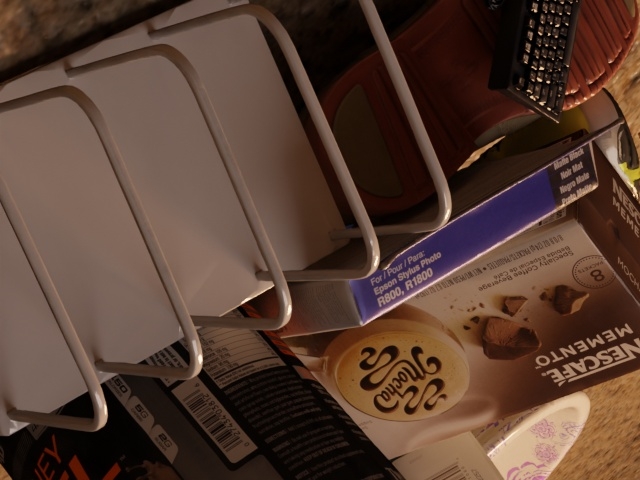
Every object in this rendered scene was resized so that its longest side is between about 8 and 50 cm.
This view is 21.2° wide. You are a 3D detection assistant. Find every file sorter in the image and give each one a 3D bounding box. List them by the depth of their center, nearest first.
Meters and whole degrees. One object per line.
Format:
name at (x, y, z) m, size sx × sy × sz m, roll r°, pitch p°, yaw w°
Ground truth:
file sorter at (-0.087, -0.030, 1.018) m, size 0.277 × 0.193 × 0.173 m, roll -29°, pitch -167°, yaw -29°

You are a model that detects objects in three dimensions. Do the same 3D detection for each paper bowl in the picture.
paper bowl at (0.159, 0.230, 1.944) m, size 0.284 × 0.148 × 0.284 m, roll -34°, pitch 153°, yaw -20°

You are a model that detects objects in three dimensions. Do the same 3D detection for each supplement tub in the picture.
supplement tub at (-0.098, 0.142, 1.175) m, size 0.207 × 0.338 × 0.207 m, roll -34°, pitch 154°, yaw -19°

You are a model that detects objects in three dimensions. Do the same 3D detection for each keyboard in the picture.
keyboard at (0.164, -0.189, 1.288) m, size 0.108 × 0.023 × 0.180 m, roll 24°, pitch 70°, yaw -37°

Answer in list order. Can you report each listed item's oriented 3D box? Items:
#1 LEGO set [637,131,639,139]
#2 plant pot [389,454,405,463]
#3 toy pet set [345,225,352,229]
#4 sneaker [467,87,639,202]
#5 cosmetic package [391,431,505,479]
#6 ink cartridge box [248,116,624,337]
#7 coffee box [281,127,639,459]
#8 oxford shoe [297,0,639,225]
LEGO set at (0.248, -0.025, 1.717) m, size 0.287 × 0.132 × 0.107 m, roll -51°, pitch 164°, yaw 1°
plant pot at (-0.020, 0.214, 1.640) m, size 0.234 × 0.165 × 0.165 m, roll -45°, pitch 156°, yaw 17°
toy pet set at (0.000, 0.000, 1.369) m, size 0.065 × 0.122 × 0.114 m, roll -17°, pitch -179°, yaw 1°
sneaker at (0.146, 0.004, 1.515) m, size 0.147 × 0.145 × 0.385 m, roll -8°, pitch 149°, yaw -32°
cosmetic package at (0.114, 0.275, 1.593) m, size 0.085 × 0.117 × 0.231 m, roll -26°, pitch 158°, yaw -17°
ink cartridge box at (0.083, -0.003, 1.197) m, size 0.223 × 0.045 × 0.224 m, roll -30°, pitch -174°, yaw -25°
coffee box at (0.128, 0.052, 1.413) m, size 0.297 × 0.119 × 0.168 m, roll -23°, pitch 123°, yaw 28°
oxford shoe at (0.100, -0.130, 1.349) m, size 0.397 × 0.140 × 0.146 m, roll -31°, pitch -176°, yaw -37°
